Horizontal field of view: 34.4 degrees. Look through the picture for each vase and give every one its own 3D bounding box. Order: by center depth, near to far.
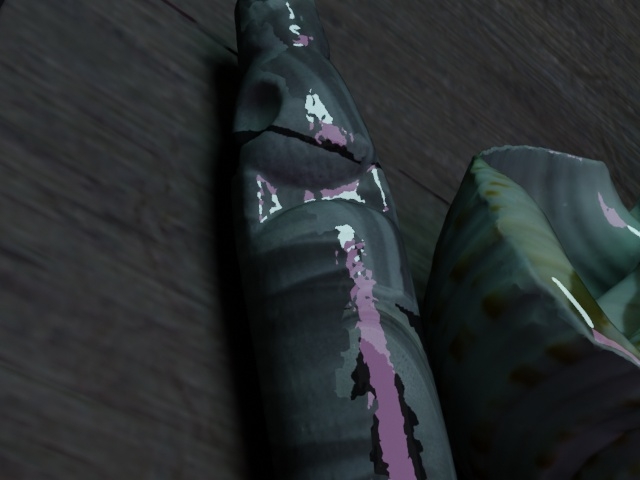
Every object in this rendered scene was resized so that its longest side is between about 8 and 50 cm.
[{"bbox_3d":[0.000,0.000,0.363,0.060,0.060,0.211,9,63,-43],"label":"vase"}]

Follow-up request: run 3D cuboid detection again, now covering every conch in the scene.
[{"bbox_3d":[0.114,0.056,0.400,0.172,0.131,0.200,17,24,-9],"label":"conch"}]
